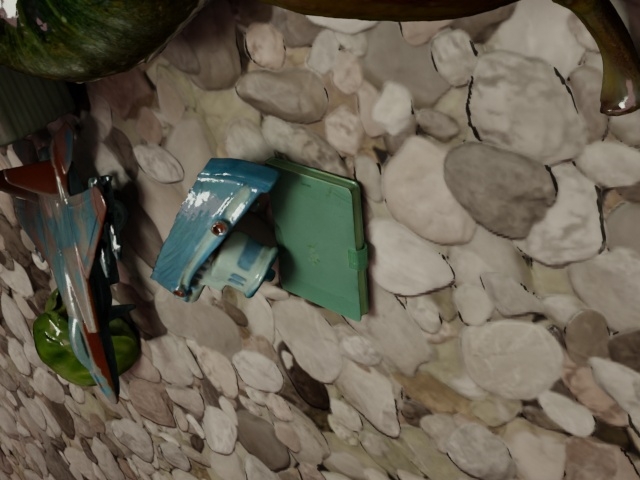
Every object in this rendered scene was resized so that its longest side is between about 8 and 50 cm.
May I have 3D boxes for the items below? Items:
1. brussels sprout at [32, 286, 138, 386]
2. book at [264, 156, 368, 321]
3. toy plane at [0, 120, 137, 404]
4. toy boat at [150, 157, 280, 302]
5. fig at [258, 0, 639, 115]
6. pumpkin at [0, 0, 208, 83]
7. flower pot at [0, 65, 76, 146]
[{"bbox_3d":[-0.312,0.137,1.044,0.139,0.100,0.181,31,128,-4],"label":"brussels sprout"},{"bbox_3d":[0.000,0.000,0.693,0.103,0.017,0.134,20,130,36],"label":"book"},{"bbox_3d":[-0.270,0.031,0.905,0.223,0.104,0.326,-2,113,46],"label":"toy plane"},{"bbox_3d":[-0.081,-0.002,0.723,0.102,0.088,0.215,28,143,-5],"label":"toy boat"},{"bbox_3d":[0.068,-0.175,0.408,0.321,0.216,0.217,34,146,-23],"label":"fig"},{"bbox_3d":[-0.188,-0.249,0.574,0.261,0.189,0.260,12,139,10],"label":"pumpkin"},{"bbox_3d":[-0.395,-0.174,0.801,0.189,0.239,0.209,69,168,-20],"label":"flower pot"}]
